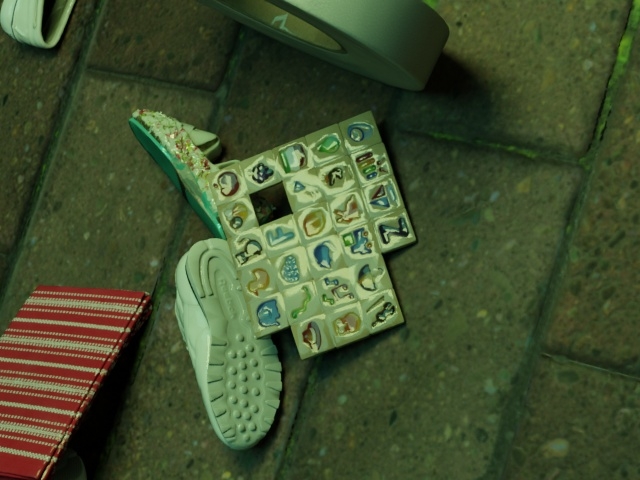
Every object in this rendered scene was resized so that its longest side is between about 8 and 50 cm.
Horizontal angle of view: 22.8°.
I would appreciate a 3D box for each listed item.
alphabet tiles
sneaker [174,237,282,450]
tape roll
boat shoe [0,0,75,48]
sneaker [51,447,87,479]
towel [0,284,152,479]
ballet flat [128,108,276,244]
[{"bbox_3d":[0.000,0.000,1.705,0.198,0.009,0.237,-21,72,9],"label":"alphabet tiles"},{"bbox_3d":[-0.109,0.119,1.748,0.095,0.090,0.235,-35,62,55],"label":"sneaker"},{"bbox_3d":[-0.053,-0.267,1.636,0.392,0.392,0.072,26,91,37],"label":"tape roll"},{"bbox_3d":[-0.328,-0.371,2.053,0.084,0.095,0.258,24,100,33],"label":"boat shoe"},{"bbox_3d":[-0.392,0.306,1.886,0.281,0.105,0.115,-8,108,26],"label":"sneaker"},{"bbox_3d":[-0.327,0.167,1.844,0.199,0.031,0.275,2,51,36],"label":"towel"},{"bbox_3d":[-0.133,-0.078,1.833,0.077,0.091,0.241,-32,59,-13],"label":"ballet flat"}]
